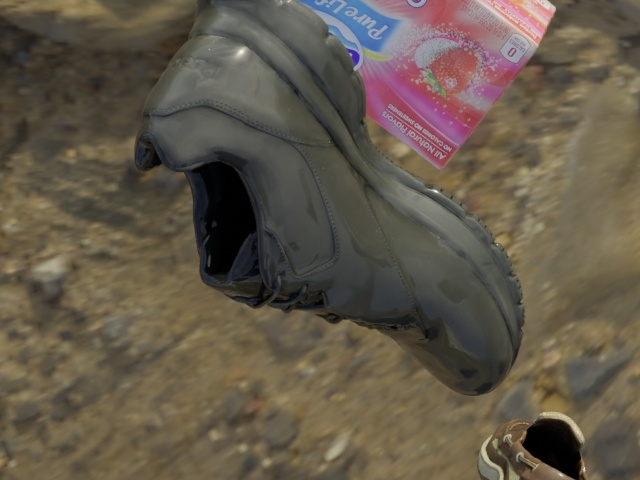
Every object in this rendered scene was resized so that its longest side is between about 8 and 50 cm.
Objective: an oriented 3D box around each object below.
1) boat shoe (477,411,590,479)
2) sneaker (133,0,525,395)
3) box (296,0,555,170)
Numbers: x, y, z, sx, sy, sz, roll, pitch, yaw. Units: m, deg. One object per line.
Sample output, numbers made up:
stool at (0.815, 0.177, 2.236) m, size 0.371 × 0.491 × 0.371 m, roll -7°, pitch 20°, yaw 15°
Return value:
boat shoe at (0.195, 0.193, 1.696) m, size 0.095 × 0.257 × 0.095 m, roll 26°, pitch 103°, yaw -5°
sneaker at (0.000, 0.000, 1.078) m, size 0.286 × 0.130 × 0.109 m, roll 47°, pitch 151°, yaw -26°
box at (0.041, -0.222, 1.766) m, size 0.300 × 0.142 × 0.154 m, roll 37°, pitch 114°, yaw -2°
